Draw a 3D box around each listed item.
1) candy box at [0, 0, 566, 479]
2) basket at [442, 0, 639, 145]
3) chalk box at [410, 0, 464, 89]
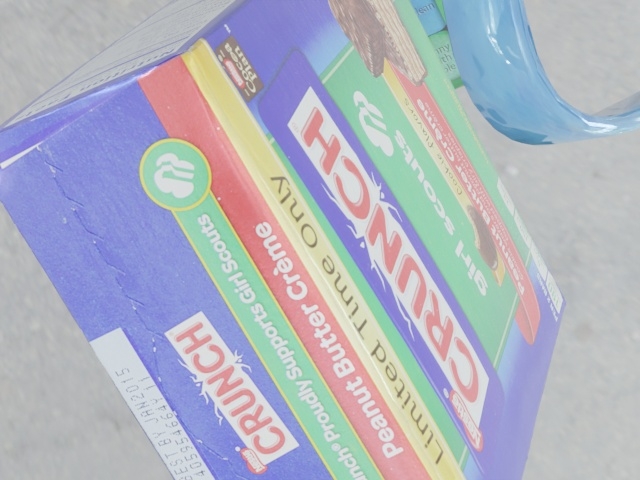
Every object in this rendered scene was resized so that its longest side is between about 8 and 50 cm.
[{"bbox_3d":[0.000,0.000,0.875,0.122,0.317,0.268,-24,103,23],"label":"candy box"},{"bbox_3d":[0.100,-0.188,0.504,0.255,0.201,0.289,-23,103,-42],"label":"basket"},{"bbox_3d":[0.009,-0.188,1.281,0.180,0.289,0.179,-21,117,14],"label":"chalk box"}]
